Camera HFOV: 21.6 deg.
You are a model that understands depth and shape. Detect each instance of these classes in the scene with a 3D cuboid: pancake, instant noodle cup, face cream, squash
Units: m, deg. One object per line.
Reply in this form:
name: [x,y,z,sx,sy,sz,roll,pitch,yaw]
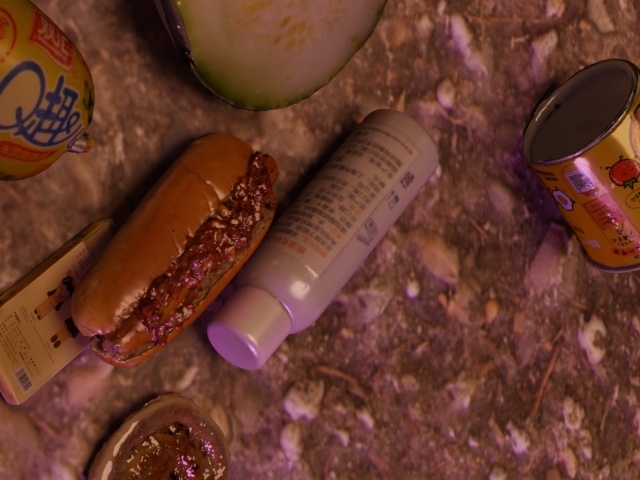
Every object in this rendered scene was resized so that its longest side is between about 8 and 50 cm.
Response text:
pancake: [-0.127,0.194,1.335,0.152,0.025,0.151,-5,97,-44]
instant noodle cup: [0.291,-0.081,1.646,0.144,0.182,0.182,45,61,-26]
face cream: [0.000,0.000,1.414,0.269,0.082,0.082,-50,125,-30]
squash: [-0.038,-0.247,1.275,0.234,0.210,0.309,-24,105,-28]

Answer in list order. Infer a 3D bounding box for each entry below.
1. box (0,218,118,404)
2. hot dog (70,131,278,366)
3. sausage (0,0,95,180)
box: [-0.196,0.051,1.262,0.149,0.020,0.073,-42,119,-35]
hot dog: [-0.100,-0.001,1.298,0.249,0.076,0.102,-52,123,-41]
sausage: [-0.273,-0.148,1.100,0.347,0.123,0.123,39,65,-38]
